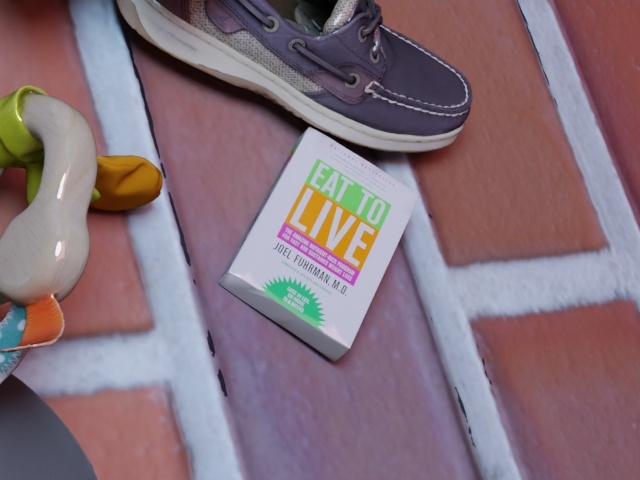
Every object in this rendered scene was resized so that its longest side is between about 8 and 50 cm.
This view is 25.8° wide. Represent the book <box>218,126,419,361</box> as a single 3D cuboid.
[{"bbox_3d":[0.000,0.000,0.961,0.096,0.035,0.144,34,52,-10],"label":"book"}]

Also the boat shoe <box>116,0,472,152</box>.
[{"bbox_3d":[-0.001,-0.147,0.988,0.285,0.092,0.103,21,41,-24],"label":"boat shoe"}]

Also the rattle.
[{"bbox_3d":[-0.141,0.018,0.789,0.143,0.130,0.200,54,3,-48],"label":"rattle"}]

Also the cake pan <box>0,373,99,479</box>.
[{"bbox_3d":[-0.225,0.168,0.694,0.293,0.054,0.293,17,57,-27],"label":"cake pan"}]
